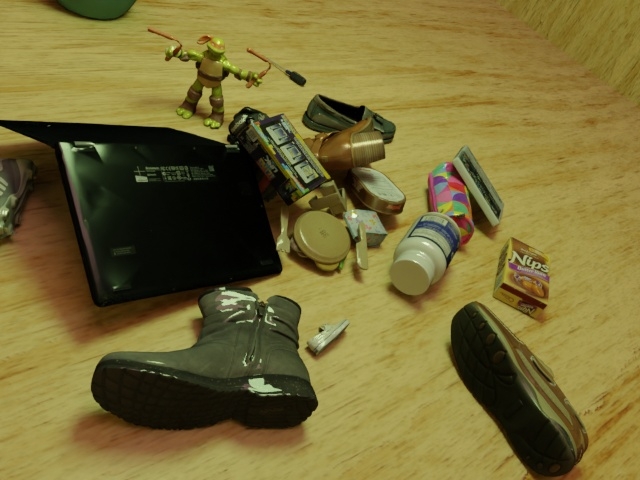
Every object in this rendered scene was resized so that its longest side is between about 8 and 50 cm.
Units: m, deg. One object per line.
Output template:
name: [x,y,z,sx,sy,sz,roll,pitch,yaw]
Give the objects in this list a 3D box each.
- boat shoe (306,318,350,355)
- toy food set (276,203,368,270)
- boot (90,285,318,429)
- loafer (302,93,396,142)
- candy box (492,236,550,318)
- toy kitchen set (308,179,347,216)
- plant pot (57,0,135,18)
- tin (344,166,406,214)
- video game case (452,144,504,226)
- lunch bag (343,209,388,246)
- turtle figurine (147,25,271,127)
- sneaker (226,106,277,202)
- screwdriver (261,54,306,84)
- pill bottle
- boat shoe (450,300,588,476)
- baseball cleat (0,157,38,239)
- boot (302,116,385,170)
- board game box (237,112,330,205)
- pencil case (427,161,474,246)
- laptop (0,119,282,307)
boat shoe: [0.013,0.162,1.085,0.035,0.035,0.100,42,48,15]
toy food set: [0.000,0.000,1.234,0.191,0.038,0.133,13,54,-18]
boot: [-0.173,0.164,0.939,0.338,0.118,0.223,16,36,-29]
loafer: [0.089,-0.320,1.618,0.267,0.084,0.096,5,44,-24]
candy box: [0.459,0.079,1.402,0.109,0.053,0.187,27,38,3]
toy kitchen set: [0.012,-0.102,1.355,0.068,0.083,0.075,-17,40,14]
plant pot: [-0.580,-0.719,1.583,0.292,0.235,0.293,15,41,-14]
tin: [0.127,-0.119,1.422,0.106,0.040,0.190,7,28,-28]
video game case: [0.397,-0.141,1.546,0.190,0.022,0.173,57,27,-5]
lunch bag: [0.090,-0.027,1.321,0.083,0.053,0.071,6,44,-37]
turtle figurine: [-0.260,-0.373,1.384,0.269,0.217,0.087,11,41,-17]
sneaker: [-0.140,-0.194,1.321,0.135,0.097,0.276,37,28,-34]
screwdriver: [-0.110,-0.486,1.752,0.169,0.024,0.025,32,68,17]
pill bottle: [0.214,0.029,1.278,0.112,0.112,0.187,33,40,9]
boat shoe: [0.355,0.257,1.109,0.119,0.123,0.324,-5,56,-39]
baseball cleat: [-0.545,-0.072,1.028,0.109,0.072,0.206,7,33,-11]
boot: [0.028,-0.216,1.471,0.220,0.109,0.283,-10,22,1]
board game box: [-0.070,-0.165,1.237,0.170,0.048,0.141,54,30,-1]
pencil case: [0.306,-0.089,1.471,0.104,0.104,0.236,19,38,-9]
laptop: [-0.330,-0.079,1.133,0.381,0.236,0.408,-9,78,-47]
